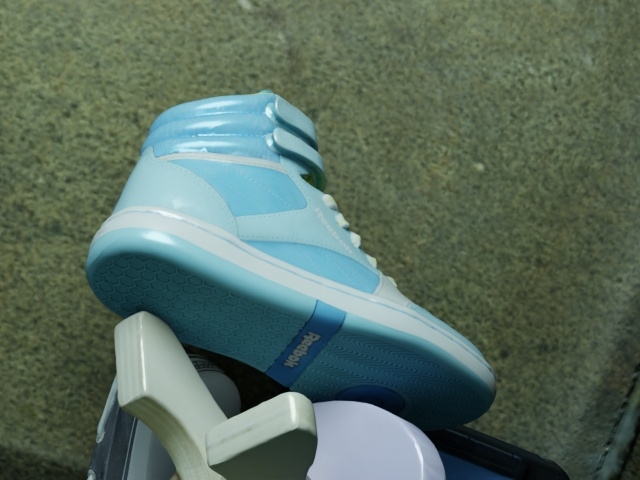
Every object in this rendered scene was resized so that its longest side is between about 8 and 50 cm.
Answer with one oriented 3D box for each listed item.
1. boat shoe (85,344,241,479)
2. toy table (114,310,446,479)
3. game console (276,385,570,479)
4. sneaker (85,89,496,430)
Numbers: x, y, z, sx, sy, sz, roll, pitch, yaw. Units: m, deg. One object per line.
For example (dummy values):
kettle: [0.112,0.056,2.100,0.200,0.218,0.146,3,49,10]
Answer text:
boat shoe: [-0.146,0.219,1.143,0.108,0.102,0.301,-2,112,-37]
toy table: [-0.071,0.185,0.960,0.274,0.252,0.161,-38,137,19]
game console: [0.066,0.276,1.106,0.293,0.173,0.250,24,100,-29]
sneaker: [0.000,0.000,1.063,0.319,0.208,0.127,27,138,-20]
